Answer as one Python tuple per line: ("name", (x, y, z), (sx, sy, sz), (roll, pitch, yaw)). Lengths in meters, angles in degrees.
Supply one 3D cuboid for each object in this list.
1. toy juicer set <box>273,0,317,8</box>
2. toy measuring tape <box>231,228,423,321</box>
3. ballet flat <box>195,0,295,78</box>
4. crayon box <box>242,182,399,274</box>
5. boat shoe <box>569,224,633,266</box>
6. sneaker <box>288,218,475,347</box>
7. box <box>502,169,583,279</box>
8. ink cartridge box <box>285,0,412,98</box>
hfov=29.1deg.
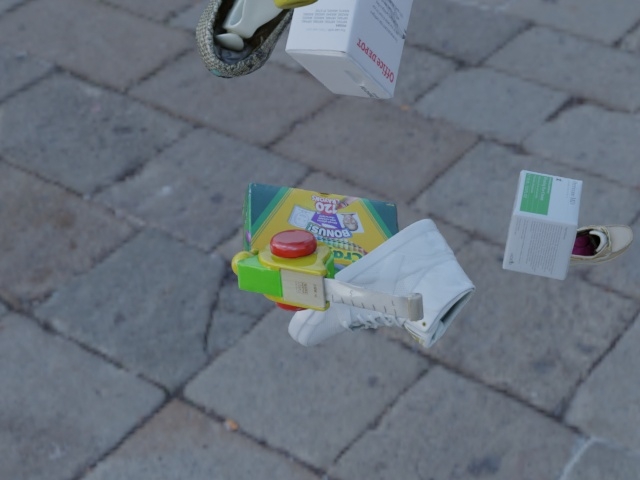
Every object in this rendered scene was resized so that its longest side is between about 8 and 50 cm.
("toy juicer set", (0.053, -0.329, 1.302), (0.329, 0.089, 0.209), (-9, 0, 25))
("toy measuring tape", (0.018, 0.052, 1.789), (0.330, 0.121, 0.121), (9, 39, 30))
("ballet flat", (-0.035, -0.453, 1.864), (0.164, 0.483, 0.182), (29, 9, -12))
("crayon box", (0.000, 0.000, 2.207), (0.278, 0.081, 0.165), (8, 49, -13))
("boat shoe", (0.441, 0.006, 1.995), (0.170, 0.059, 0.063), (-15, 77, -21))
("sneaker", (0.101, 0.114, 1.944), (0.292, 0.108, 0.169), (-37, 67, 6))
("box", (0.297, -0.021, 1.650), (0.087, 0.102, 0.101), (11, 41, 8))
("ink cartridge box", (0.050, -0.333, 1.687), (0.100, 0.172, 0.237), (7, 79, 27))
